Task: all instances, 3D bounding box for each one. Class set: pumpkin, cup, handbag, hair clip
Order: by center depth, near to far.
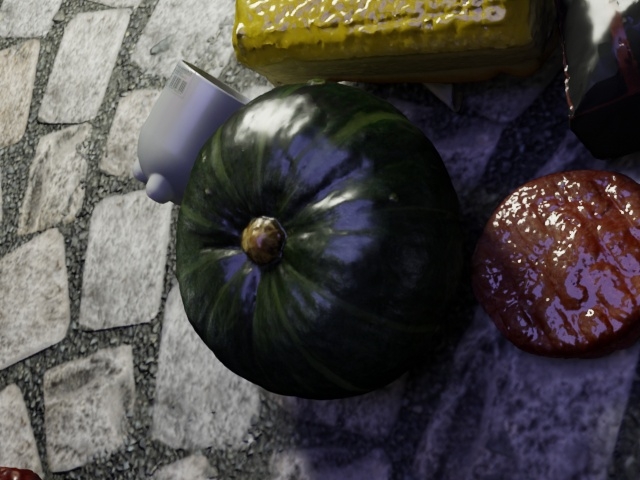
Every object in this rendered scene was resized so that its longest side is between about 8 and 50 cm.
[{"bbox_3d":[0.308,-0.184,0.690,0.215,0.155,0.169,-18,56,29],"label":"handbag"},{"bbox_3d":[0.000,0.000,0.785,0.300,0.207,0.300,0,90,39],"label":"pumpkin"},{"bbox_3d":[0.107,-0.230,0.914,0.072,0.034,0.226,-23,63,28],"label":"hair clip"},{"bbox_3d":[-0.137,-0.111,0.926,0.142,0.134,0.173,-57,22,10],"label":"cup"}]

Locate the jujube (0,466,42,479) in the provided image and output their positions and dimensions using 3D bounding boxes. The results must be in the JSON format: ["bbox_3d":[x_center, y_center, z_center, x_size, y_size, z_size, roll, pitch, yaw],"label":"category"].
[{"bbox_3d":[-0.350,0.411,0.871,0.216,0.216,0.342,-35,51,17],"label":"jujube"}]

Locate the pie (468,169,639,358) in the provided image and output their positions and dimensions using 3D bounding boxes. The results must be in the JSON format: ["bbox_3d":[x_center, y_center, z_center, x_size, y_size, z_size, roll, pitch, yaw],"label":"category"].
[{"bbox_3d":[0.224,0.019,0.732,0.182,0.049,0.182,-12,65,27],"label":"pie"}]

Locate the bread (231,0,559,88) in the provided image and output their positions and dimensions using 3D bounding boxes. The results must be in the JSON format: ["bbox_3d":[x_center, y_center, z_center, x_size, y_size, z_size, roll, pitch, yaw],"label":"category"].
[{"bbox_3d":[0.079,-0.323,0.839,0.333,0.143,0.324,4,83,29],"label":"bread"}]
